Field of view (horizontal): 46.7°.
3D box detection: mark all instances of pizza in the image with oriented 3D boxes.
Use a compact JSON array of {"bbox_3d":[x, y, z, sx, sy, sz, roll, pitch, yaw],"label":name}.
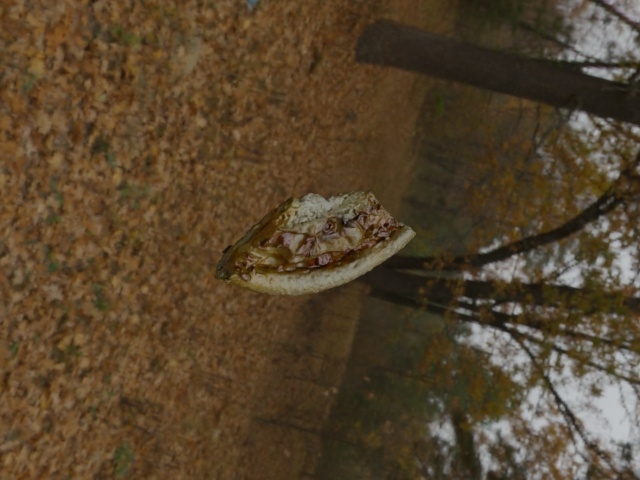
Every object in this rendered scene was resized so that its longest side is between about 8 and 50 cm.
[{"bbox_3d":[0.002,0.004,0.900,0.056,0.271,0.134,51,-47,43],"label":"pizza"}]
